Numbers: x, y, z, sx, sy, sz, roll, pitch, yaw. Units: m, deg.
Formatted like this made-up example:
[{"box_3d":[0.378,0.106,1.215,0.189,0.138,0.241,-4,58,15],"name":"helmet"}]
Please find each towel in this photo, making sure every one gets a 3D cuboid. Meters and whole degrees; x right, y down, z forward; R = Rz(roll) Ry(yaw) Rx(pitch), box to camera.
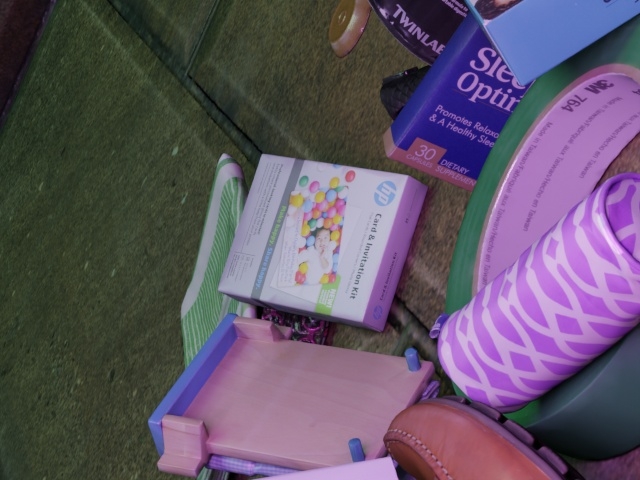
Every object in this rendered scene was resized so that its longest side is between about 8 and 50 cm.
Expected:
[{"box_3d":[-0.107,0.096,2.041,0.325,0.038,0.248,-95,17,-48],"name":"towel"}]

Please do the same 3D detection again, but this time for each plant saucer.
[{"box_3d":[0.029,-0.242,2.137,0.083,0.015,0.083,-51,27,39],"name":"plant saucer"}]

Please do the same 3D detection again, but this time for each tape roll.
[{"box_3d":[0.205,-0.004,1.410,0.321,0.077,0.321,-49,29,40],"name":"tape roll"}]

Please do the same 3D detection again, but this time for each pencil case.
[{"box_3d":[0.160,0.037,1.270,0.088,0.086,0.206,-44,0,-44],"name":"pencil case"}]

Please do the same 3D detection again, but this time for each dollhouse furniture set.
[{"box_3d":[0.017,0.222,1.510,0.286,0.198,0.303,6,41,27],"name":"dollhouse furniture set"}]

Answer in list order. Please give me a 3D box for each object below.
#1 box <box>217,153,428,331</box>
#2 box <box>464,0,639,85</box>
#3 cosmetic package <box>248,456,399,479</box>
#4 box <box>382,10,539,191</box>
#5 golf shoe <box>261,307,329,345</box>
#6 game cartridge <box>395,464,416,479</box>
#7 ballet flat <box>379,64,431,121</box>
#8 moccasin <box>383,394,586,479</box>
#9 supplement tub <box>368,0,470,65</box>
[{"box_3d":[0.000,0.000,1.844,0.186,0.038,0.145,11,79,39],"name":"box"},{"box_3d":[0.224,-0.215,1.417,0.244,0.060,0.100,-32,26,6],"name":"box"},{"box_3d":[-0.071,0.336,1.265,0.097,0.284,0.377,-106,10,-60],"name":"cosmetic package"},{"box_3d":[0.164,-0.132,1.541,0.225,0.136,0.036,-56,24,30],"name":"box"},{"box_3d":[-0.020,0.056,1.937,0.086,0.067,0.186,64,-158,-63],"name":"golf shoe"},{"box_3d":[0.052,0.306,1.527,0.196,0.060,0.294,-32,42,51],"name":"game cartridge"},{"box_3d":[0.108,-0.142,1.830,0.173,0.057,0.049,-1,110,68],"name":"ballet flat"},{"box_3d":[0.137,0.225,1.209,0.147,0.139,0.380,-45,43,1],"name":"moccasin"},{"box_3d":[0.180,-0.291,1.574,0.316,0.193,0.194,-47,30,43],"name":"supplement tub"}]
